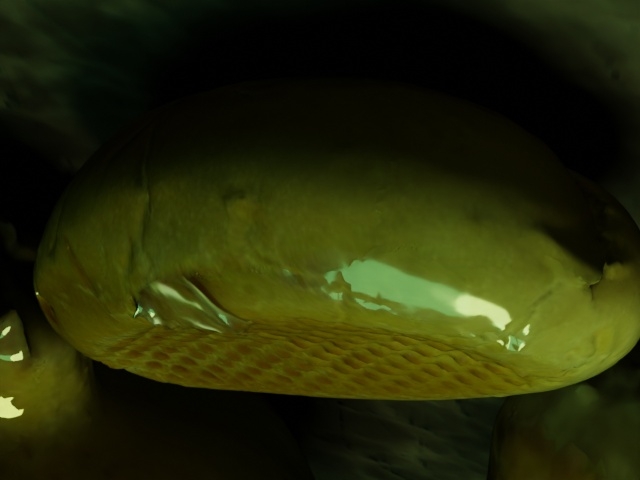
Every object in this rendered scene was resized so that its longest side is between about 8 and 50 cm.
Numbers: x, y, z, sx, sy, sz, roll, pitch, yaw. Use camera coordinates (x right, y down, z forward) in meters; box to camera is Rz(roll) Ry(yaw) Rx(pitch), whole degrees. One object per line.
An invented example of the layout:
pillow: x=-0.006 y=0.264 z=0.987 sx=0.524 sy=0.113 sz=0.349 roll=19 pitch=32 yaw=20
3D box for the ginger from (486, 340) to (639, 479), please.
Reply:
ginger: x=0.158 y=0.112 z=0.432 sx=0.256 sy=0.176 sz=0.375 roll=50 pitch=150 yaw=-14

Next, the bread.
bread: x=0.000 y=0.000 z=0.433 sx=0.114 sy=0.077 sz=0.189 roll=20 pitch=166 yaw=-42

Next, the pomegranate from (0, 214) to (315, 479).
pomegranate: x=-0.132 y=0.141 z=0.579 sx=0.343 sy=0.342 sz=0.342 roll=18 pitch=155 yaw=9
